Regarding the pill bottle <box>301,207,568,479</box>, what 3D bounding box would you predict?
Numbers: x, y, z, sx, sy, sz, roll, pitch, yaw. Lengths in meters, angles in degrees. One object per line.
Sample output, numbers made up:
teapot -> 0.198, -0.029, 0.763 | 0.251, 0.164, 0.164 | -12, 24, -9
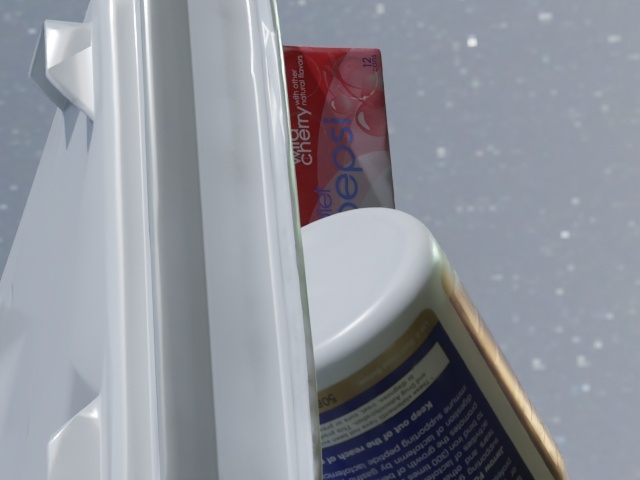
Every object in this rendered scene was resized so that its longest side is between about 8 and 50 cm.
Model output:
pill bottle -> 0.054, 0.124, 1.039 | 0.265, 0.153, 0.153 | 58, -133, -26

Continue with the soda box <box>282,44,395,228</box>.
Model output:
soda box -> 0.000, 0.000, 1.235 | 0.092, 0.083, 0.263 | 0, -103, -21

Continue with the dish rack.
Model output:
dish rack -> -0.089, 0.071, 0.660 | 0.072, 0.333, 0.285 | 5, -125, -18
